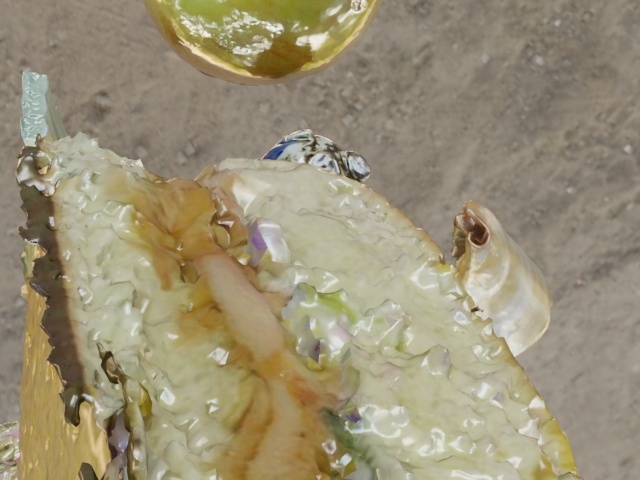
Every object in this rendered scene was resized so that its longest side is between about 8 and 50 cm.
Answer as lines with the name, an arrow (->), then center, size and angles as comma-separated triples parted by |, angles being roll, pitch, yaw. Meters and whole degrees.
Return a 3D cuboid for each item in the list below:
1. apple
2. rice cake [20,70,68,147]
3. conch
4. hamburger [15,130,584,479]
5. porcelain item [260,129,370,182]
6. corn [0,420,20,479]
apple -> -0.082, -0.361, 1.453 | 0.338, 0.338, 0.305 | -51, 170, 17
rice cake -> -0.384, -0.132, 1.596 | 0.043, 0.127, 0.237 | -6, 150, -2
conch -> 0.222, 0.051, 1.362 | 0.127, 0.158, 0.255 | 2, 154, 7
hamburger -> -0.040, 0.144, 0.633 | 0.268, 0.445, 0.287 | 0, 126, -24
porcelain item -> 0.000, 0.000, 1.510 | 0.138, 0.288, 0.186 | -20, 171, -28
corn -> -0.303, 0.318, 1.554 | 0.335, 0.127, 0.127 | 8, 123, -25
